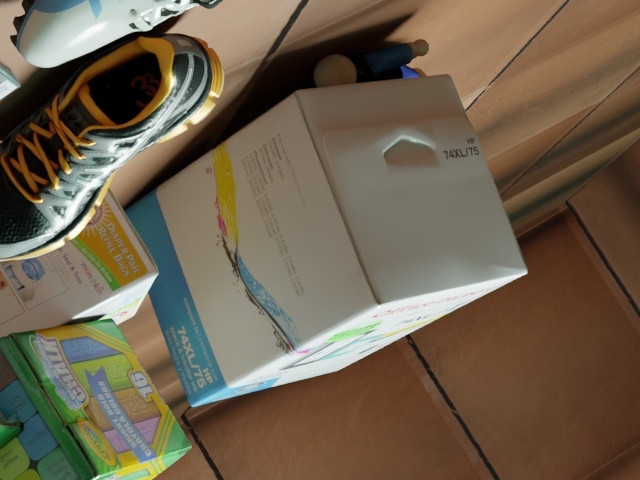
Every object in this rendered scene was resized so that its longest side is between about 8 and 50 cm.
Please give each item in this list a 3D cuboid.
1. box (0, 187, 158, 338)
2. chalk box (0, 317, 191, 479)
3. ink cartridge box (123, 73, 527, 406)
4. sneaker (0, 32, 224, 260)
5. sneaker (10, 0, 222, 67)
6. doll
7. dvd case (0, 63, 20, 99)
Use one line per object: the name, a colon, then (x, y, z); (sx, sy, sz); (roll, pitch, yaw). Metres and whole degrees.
box: (-0.248, 0.045, 1.445); (0.203, 0.103, 0.114); (-28, 170, -24)
chalk box: (-0.220, 0.153, 1.363); (0.132, 0.132, 0.213); (-37, 169, 19)
ink cartridge box: (0.000, 0.000, 1.583); (0.198, 0.197, 0.270); (-10, 166, -43)
sneaker: (-0.164, -0.069, 1.198); (0.215, 0.084, 0.083); (-42, 169, 3)
sneaker: (-0.065, -0.159, 0.999); (0.237, 0.086, 0.085); (-31, 173, 4)
doll: (0.044, -0.144, 1.605); (0.129, 0.046, 0.189); (-25, 168, 22)
dvd case: (-0.245, -0.074, 1.085); (0.119, 0.013, 0.087); (-31, 172, 3)
